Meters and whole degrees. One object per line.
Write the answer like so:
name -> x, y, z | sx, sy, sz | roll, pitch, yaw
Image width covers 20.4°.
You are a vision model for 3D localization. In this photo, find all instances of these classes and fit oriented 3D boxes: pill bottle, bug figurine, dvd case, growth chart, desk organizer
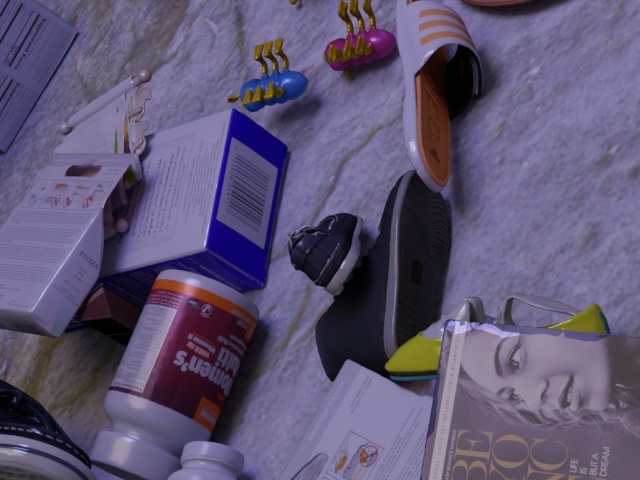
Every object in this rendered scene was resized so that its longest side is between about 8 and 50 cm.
pill bottle -> -0.158, 0.152, 1.902 | 0.121, 0.121, 0.221 | 5, 68, 46
pill bottle -> -0.123, 0.285, 1.802 | 0.086, 0.086, 0.152 | -13, 54, 39
bug figurine -> 0.003, -0.260, 2.066 | 0.216, 0.072, 0.279 | -9, 53, 34
dvd case -> 0.200, 0.158, 1.548 | 0.221, 0.018, 0.164 | 4, 76, 26
growth chart -> -0.263, -0.083, 2.082 | 0.172, 0.021, 0.237 | -21, 50, 33
desk organizer -> -0.209, 0.104, 1.979 | 0.047, 0.130, 0.050 | -39, 44, 18

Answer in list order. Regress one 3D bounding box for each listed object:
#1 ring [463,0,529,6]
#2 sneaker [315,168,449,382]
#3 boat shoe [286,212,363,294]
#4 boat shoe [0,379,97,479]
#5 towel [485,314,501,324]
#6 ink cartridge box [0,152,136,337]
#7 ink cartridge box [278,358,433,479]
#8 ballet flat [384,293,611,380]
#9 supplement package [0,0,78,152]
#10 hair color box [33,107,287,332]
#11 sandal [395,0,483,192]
ring -> 0.254, -0.396, 1.943 | 0.337, 0.032, 0.336 | -25, 47, 31
sneaker -> 0.056, 0.034, 1.801 | 0.118, 0.083, 0.222 | -15, 54, 40
boat shoe -> 0.000, 0.000, 1.830 | 0.075, 0.065, 0.206 | -59, 7, 9
boat shoe -> -0.371, 0.226, 1.970 | 0.500, 0.187, 0.156 | -12, 47, 61
towel -> 0.153, 0.099, 1.716 | 0.083, 0.009, 0.060 | 23, 81, 50
ink cartridge box -> -0.301, 0.002, 2.021 | 0.181, 0.056, 0.224 | 4, 53, 50
ink cartridge box -> 0.049, 0.272, 1.662 | 0.239, 0.060, 0.275 | 23, 81, 50
ballet flat -> 0.163, 0.088, 1.643 | 0.231, 0.077, 0.077 | -3, 97, 32
supplement package -> -0.503, -0.272, 2.518 | 0.262, 0.145, 0.204 | 27, 85, 50
hair color box -> -0.205, -0.017, 2.079 | 0.339, 0.110, 0.185 | -12, 56, 38
sandal -> 0.134, -0.163, 1.853 | 0.076, 0.102, 0.265 | -19, 50, 22
